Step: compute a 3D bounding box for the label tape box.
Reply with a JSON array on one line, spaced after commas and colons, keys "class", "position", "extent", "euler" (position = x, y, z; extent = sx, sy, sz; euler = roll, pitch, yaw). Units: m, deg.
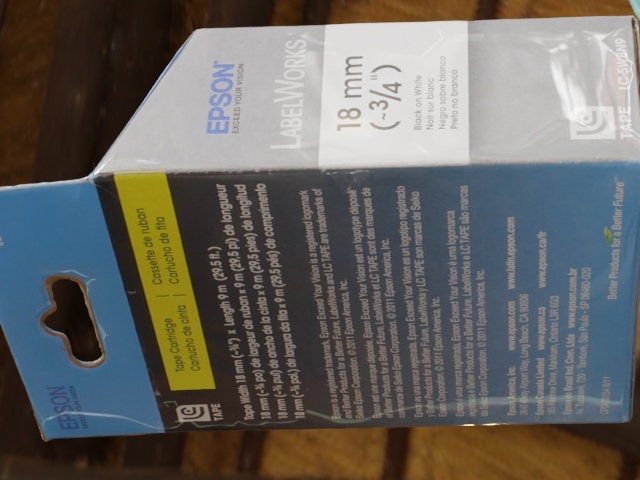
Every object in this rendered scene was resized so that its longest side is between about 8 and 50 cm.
[{"class": "label tape box", "position": [0.000, 0.000, 1.026], "extent": [0.334, 0.106, 0.240], "euler": [-1, -37, 4]}]

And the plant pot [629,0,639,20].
[{"class": "plant pot", "position": [0.341, -0.205, 1.047], "extent": [0.235, 0.293, 0.293], "euler": [19, -74, -18]}]
